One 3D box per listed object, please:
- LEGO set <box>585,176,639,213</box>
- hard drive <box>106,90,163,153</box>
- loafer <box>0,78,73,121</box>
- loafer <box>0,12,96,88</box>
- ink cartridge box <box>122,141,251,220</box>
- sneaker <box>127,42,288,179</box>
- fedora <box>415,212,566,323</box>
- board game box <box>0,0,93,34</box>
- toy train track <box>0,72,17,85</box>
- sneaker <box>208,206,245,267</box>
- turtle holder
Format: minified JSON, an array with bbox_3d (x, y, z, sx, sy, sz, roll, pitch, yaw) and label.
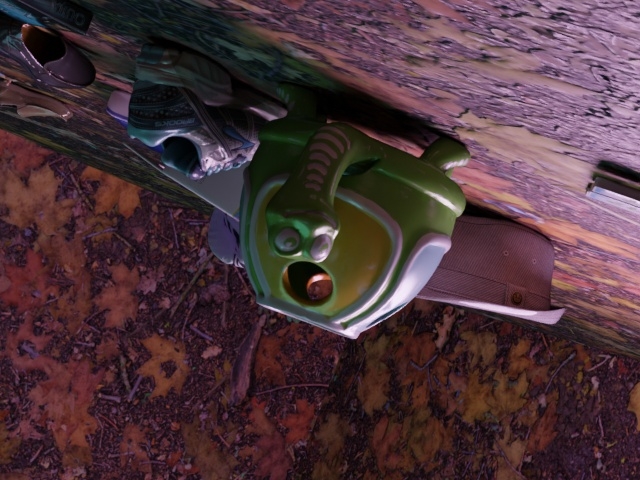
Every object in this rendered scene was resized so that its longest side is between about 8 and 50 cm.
[{"bbox_3d":[0.370,0.006,1.489,0.244,0.060,0.182,20,180,6],"label":"LEGO set"},{"bbox_3d":[-0.194,-0.149,2.351,0.210,0.040,0.319,20,176,5],"label":"hard drive"},{"bbox_3d":[-0.503,-0.234,2.688,0.148,0.050,0.056,20,176,2],"label":"loafer"},{"bbox_3d":[-0.331,-0.226,1.879,0.061,0.062,0.170,11,172,40],"label":"loafer"},{"bbox_3d":[-0.057,-0.065,1.966,0.353,0.119,0.207,32,180,22],"label":"ink cartridge box"},{"bbox_3d":[-0.127,-0.124,1.746,0.110,0.122,0.283,17,175,36],"label":"sneaker"},{"bbox_3d":[0.210,0.028,2.083,0.275,0.124,0.243,13,-179,-18],"label":"fedora"},{"bbox_3d":[-0.345,-0.267,1.611,0.186,0.026,0.126,24,175,-43],"label":"board game box"},{"bbox_3d":[-0.541,-0.275,2.593,0.048,0.014,0.083,19,175,12],"label":"toy train track"},{"bbox_3d":[0.000,0.000,2.401,0.366,0.137,0.210,-3,160,45],"label":"sneaker"},{"bbox_3d":[0.031,-0.018,1.626,0.243,0.227,0.320,22,176,-16],"label":"turtle holder"}]
